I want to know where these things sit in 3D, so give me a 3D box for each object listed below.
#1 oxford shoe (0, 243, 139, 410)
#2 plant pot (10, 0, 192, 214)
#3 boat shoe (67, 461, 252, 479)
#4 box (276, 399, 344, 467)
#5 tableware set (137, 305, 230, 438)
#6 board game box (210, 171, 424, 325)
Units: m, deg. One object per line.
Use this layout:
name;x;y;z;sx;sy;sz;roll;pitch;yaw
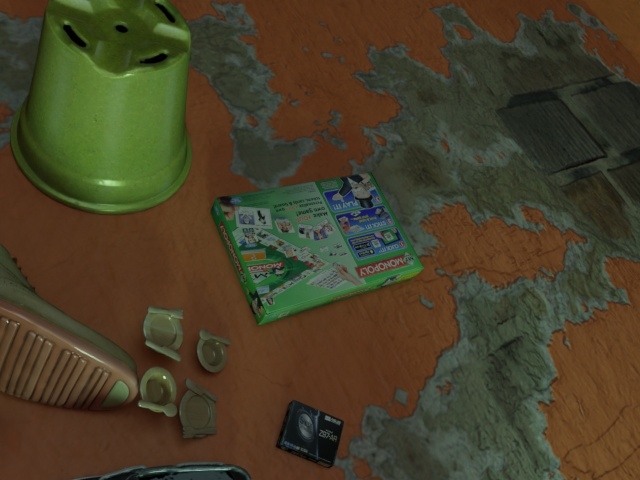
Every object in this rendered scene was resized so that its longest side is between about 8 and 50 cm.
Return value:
oxford shoe;-0.385;0.067;0.686;0.397;0.140;0.146;34;30;-14
plant pot;-0.302;-0.221;0.832;0.276;0.254;0.276;12;55;-18
boat shoe;-0.221;0.305;0.628;0.301;0.102;0.108;0;60;-26
box;-0.013;0.272;0.803;0.083;0.018;0.067;26;52;-8
tableware set;-0.180;0.170;0.751;0.141;0.020;0.168;36;41;-41
board game box;0.000;0.000;0.968;0.317;0.046;0.213;-13;67;-32
